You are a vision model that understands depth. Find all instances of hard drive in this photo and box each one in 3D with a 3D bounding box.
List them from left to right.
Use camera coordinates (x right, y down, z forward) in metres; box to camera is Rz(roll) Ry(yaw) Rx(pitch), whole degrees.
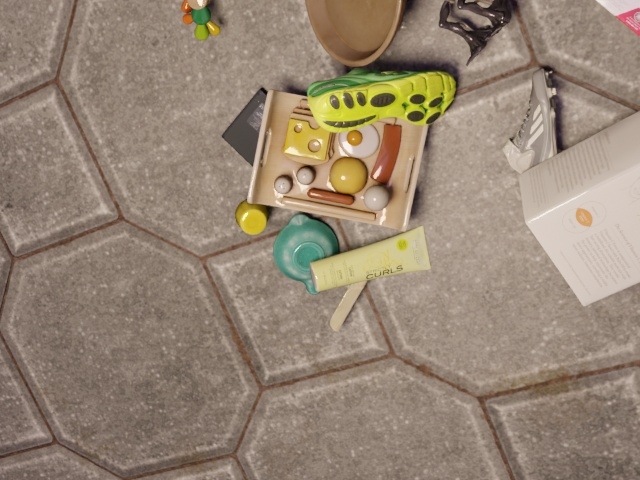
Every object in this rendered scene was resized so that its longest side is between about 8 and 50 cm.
[{"bbox_3d":[-0.126,-0.226,1.733,0.094,0.022,0.135,44,116,-1],"label":"hard drive"}]

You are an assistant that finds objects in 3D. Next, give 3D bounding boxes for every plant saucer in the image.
[{"bbox_3d":[0.063,-0.447,1.510,0.278,0.041,0.278,26,123,50],"label":"plant saucer"}]

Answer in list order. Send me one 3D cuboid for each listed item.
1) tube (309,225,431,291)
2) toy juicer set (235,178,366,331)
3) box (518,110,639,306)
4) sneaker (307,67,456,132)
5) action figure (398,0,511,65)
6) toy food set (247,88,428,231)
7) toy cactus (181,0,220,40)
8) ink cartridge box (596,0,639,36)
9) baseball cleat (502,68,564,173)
[{"bbox_3d":[0.099,0.042,1.701,0.240,0.062,0.070,-14,147,-9],"label":"tube"},{"bbox_3d":[0.000,0.000,1.752,0.209,0.089,0.329,-40,106,5],"label":"toy juicer set"},{"bbox_3d":[0.545,-0.076,1.460,0.345,0.168,0.215,-28,116,24],"label":"box"},{"bbox_3d":[0.113,-0.270,1.539,0.295,0.123,0.109,-8,132,-25],"label":"sneaker"},{"bbox_3d":[0.194,-0.437,1.484,0.275,0.141,0.164,41,145,-4],"label":"action figure"},{"bbox_3d":[0.032,-0.150,1.614,0.306,0.092,0.220,11,96,-1],"label":"toy food set"},{"bbox_3d":[-0.211,-0.464,1.598,0.112,0.180,0.219,15,120,-10],"label":"toy cactus"},{"bbox_3d":[0.540,-0.432,1.420,0.109,0.063,0.150,40,115,0],"label":"ink cartridge box"},{"bbox_3d":[0.378,-0.202,1.551,0.109,0.072,0.206,-6,106,19],"label":"baseball cleat"}]
